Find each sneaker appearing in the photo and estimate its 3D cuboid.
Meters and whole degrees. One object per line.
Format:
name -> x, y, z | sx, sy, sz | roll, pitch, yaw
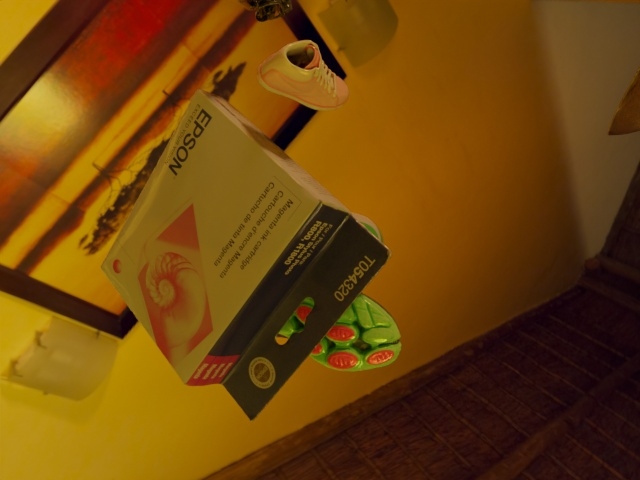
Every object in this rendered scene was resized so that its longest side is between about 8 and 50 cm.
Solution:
sneaker -> -0.037, 0.165, 1.017 | 0.482, 0.202, 0.186 | 11, -83, 25
sneaker -> -0.005, -0.204, 0.539 | 0.070, 0.134, 0.051 | -18, -108, 53

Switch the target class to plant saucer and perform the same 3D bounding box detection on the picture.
plant saucer -> 0.319, -0.168, 0.383 | 0.029, 0.168, 0.169 | 35, -95, 27

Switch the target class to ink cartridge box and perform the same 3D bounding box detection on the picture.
ink cartridge box -> -0.128, 0.027, 0.582 | 0.330, 0.071, 0.324 | 44, -70, 20

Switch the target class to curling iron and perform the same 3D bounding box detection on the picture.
curling iron -> -0.089, -0.305, 0.483 | 0.068, 0.274, 0.035 | -7, -82, 10

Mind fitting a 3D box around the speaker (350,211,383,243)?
speaker -> 0.000, 0.000, 0.797 | 0.131, 0.296, 0.131 | -3, -95, 36
